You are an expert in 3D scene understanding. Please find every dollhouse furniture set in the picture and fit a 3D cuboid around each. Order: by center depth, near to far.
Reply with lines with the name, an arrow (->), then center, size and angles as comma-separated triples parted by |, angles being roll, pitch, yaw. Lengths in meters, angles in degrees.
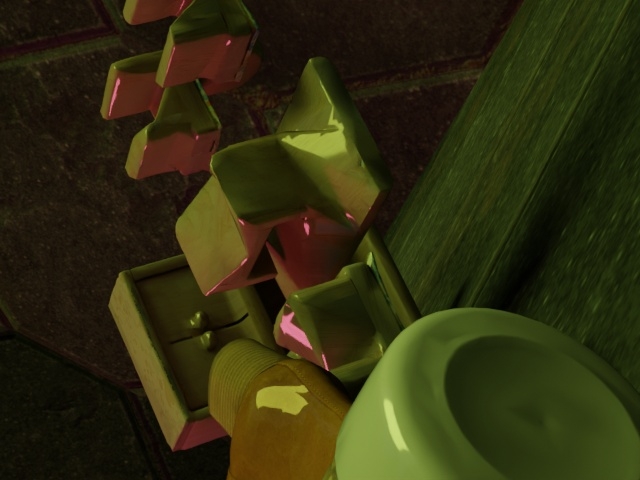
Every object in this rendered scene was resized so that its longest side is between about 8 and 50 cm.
dollhouse furniture set -> 0.000, 0.000, 1.275 | 0.256, 0.362, 0.394 | -17, -23, -25

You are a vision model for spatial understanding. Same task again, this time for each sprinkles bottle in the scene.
sprinkles bottle -> 0.011, 0.189, 0.644 | 0.355, 0.121, 0.121 | -62, 1, 36

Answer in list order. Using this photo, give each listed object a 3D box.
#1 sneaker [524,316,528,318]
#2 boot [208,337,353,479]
sneaker -> 0.108, 0.082, 0.793 | 0.067, 0.042, 0.118 | -59, 4, 6
boot -> -0.005, 0.220, 1.006 | 0.211, 0.104, 0.295 | -147, 48, -60
